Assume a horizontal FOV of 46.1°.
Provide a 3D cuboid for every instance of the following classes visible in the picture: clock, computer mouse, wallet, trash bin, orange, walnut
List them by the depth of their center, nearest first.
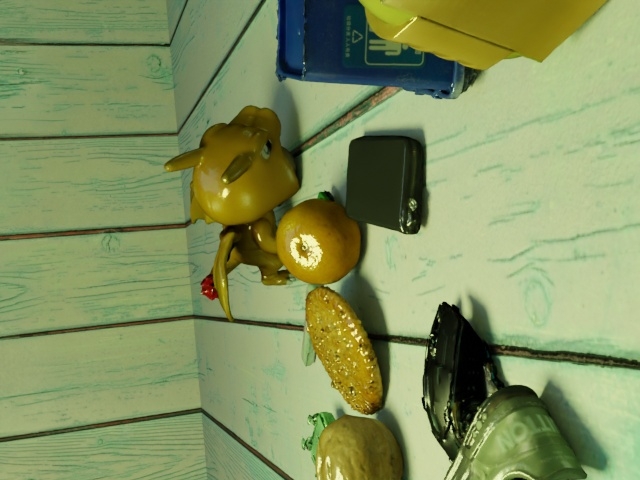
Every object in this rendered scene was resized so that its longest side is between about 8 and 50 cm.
[{"bbox_3d":[0.135,-0.346,0.750,0.200,0.244,0.317,-34,55,45],"label":"clock"},{"bbox_3d":[0.065,-0.262,0.952,0.184,0.234,0.163,-143,51,-65],"label":"trash bin"},{"bbox_3d":[0.176,0.199,0.980,0.146,0.077,0.242,139,125,-65],"label":"computer mouse"},{"bbox_3d":[0.100,-0.093,1.191,0.250,0.044,0.149,-162,73,-70],"label":"wallet"},{"bbox_3d":[0.064,0.373,1.255,0.166,0.149,0.167,-14,-90,-81],"label":"walnut"},{"bbox_3d":[0.000,0.000,1.353,0.136,0.158,0.159,-25,-63,-64],"label":"orange"}]

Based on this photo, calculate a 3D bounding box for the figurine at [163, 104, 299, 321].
[{"bbox_3d":[-0.172,-0.060,1.654,0.401,0.267,0.387,-100,3,-48],"label":"figurine"}]

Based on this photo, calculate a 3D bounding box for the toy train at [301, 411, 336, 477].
[{"bbox_3d":[0.017,0.414,1.503,0.099,0.081,0.149,-121,38,-54],"label":"toy train"}]

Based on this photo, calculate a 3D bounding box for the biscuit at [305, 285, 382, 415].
[{"bbox_3d":[0.036,0.199,1.356,0.254,0.035,0.254,52,155,37],"label":"biscuit"}]

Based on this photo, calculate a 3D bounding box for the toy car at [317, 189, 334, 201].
[{"bbox_3d":[-0.001,-0.015,1.466,0.071,0.062,0.165,-121,32,-53],"label":"toy car"}]

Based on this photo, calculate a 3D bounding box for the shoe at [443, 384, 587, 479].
[{"bbox_3d":[0.209,0.320,0.851,0.149,0.109,0.293,-117,33,-60],"label":"shoe"}]

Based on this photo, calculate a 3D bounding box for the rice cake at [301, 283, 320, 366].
[{"bbox_3d":[-0.019,0.181,1.612,0.033,0.033,0.208,45,138,48],"label":"rice cake"}]
